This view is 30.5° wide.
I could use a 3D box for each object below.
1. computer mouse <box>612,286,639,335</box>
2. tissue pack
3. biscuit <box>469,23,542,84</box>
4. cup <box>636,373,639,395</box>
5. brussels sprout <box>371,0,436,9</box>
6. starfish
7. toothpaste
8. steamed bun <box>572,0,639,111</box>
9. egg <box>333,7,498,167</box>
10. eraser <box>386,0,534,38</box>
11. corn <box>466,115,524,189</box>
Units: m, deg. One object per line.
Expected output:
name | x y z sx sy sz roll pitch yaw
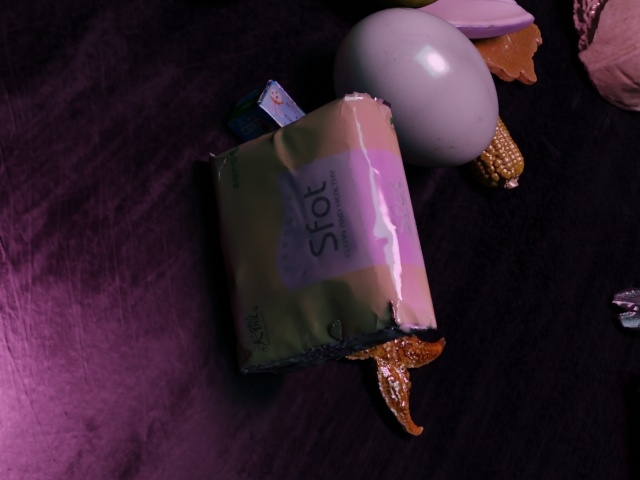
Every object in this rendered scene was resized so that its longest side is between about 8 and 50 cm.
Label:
computer mouse | 0.513 0.112 1.872 0.135 0.047 0.079 9 63 -43
tissue pack | 0.000 0.000 1.252 0.123 0.215 0.256 13 61 -55
biscuit | 0.277 -0.316 1.850 0.250 0.035 0.162 -14 76 -50
cup | 0.554 0.304 1.716 0.196 0.196 0.279 35 55 -30
brussels sprout | 0.102 -0.425 1.588 0.244 0.244 0.244 24 54 -38
starfish | 0.078 0.117 1.402 0.227 0.043 0.240 -14 83 -49
toothpaste | 0.005 -0.077 1.404 0.267 0.065 0.050 44 43 -23
steamed bun | 0.590 -0.372 2.085 0.290 0.273 0.272 -2 88 -44
egg | 0.128 -0.189 1.506 0.264 0.183 0.182 32 49 -41
eraser | 0.179 -0.361 1.739 0.243 0.059 0.204 -30 78 -38
corn | 0.212 -0.175 1.673 0.238 0.080 0.080 57 40 -3
